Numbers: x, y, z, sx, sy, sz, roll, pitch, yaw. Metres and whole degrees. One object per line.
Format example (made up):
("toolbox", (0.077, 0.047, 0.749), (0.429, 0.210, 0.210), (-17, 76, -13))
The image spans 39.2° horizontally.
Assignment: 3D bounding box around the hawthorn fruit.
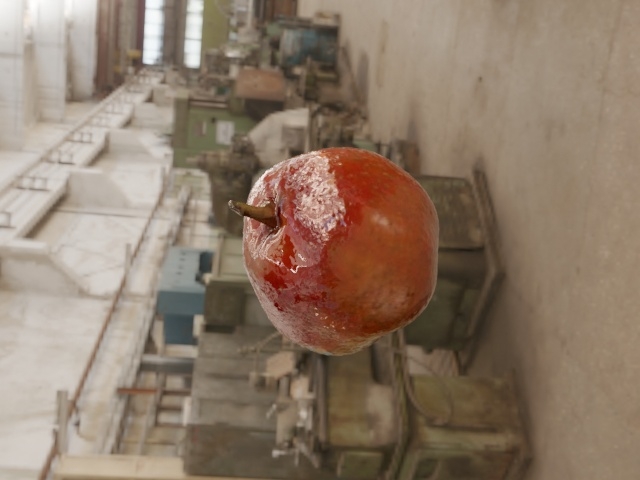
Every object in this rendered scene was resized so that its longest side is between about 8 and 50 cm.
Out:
("hawthorn fruit", (0.000, 0.000, 0.827), (0.196, 0.225, 0.196), (-16, 64, 35))
